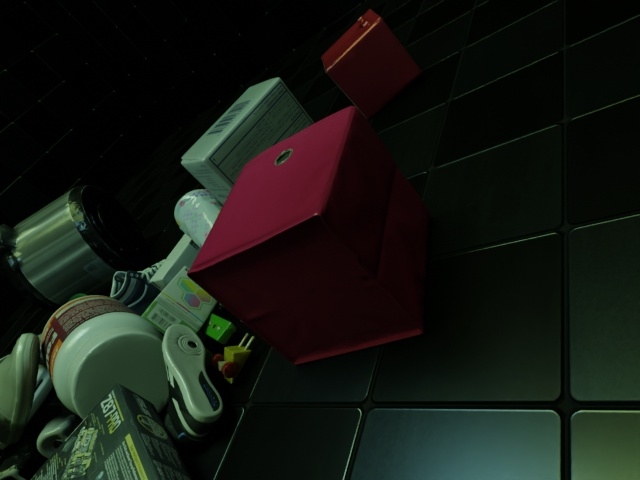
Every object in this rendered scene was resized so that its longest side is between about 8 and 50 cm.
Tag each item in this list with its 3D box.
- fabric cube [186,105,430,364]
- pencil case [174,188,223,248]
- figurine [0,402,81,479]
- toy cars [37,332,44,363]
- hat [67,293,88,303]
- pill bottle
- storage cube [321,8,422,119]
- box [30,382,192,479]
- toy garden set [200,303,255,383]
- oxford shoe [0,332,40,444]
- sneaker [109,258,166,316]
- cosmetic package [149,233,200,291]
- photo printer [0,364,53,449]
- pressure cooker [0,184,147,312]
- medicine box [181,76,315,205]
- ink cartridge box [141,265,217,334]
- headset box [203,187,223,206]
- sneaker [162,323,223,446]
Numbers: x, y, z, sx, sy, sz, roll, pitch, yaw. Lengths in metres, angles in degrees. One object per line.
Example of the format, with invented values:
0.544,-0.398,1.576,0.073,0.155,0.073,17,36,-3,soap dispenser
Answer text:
0.000,0.000,0.745,0.254,0.259,0.258,-21,35,33,fabric cube
-0.249,-0.009,1.131,0.124,0.113,0.273,-54,54,16,pencil case
-0.652,0.467,1.130,0.215,0.092,0.209,-42,24,-1,figurine
-0.757,0.319,1.412,0.393,0.087,0.176,-13,17,29,toy cars
-0.737,0.256,1.594,0.173,0.183,0.208,-39,69,21,hat
-0.470,0.255,1.034,0.392,0.224,0.224,4,53,55,pill bottle
0.135,-0.494,1.319,0.193,0.215,0.184,-40,28,19,storage cube
-0.327,0.423,0.651,0.318,0.097,0.395,-53,32,-13,box
-0.157,0.167,0.944,0.244,0.049,0.204,-53,27,-20,toy garden set
-0.748,0.365,1.109,0.449,0.130,0.169,-49,38,37,oxford shoe
-0.474,0.093,1.341,0.099,0.153,0.282,-10,41,45,sneaker
-0.331,0.050,1.256,0.085,0.117,0.231,-14,40,45,cosmetic package
-0.954,0.501,1.442,0.307,0.107,0.256,-16,38,40,photo printer
-0.892,0.046,1.669,0.420,0.370,0.375,-32,8,4,pressure cooker
-0.122,-0.177,1.116,0.149,0.289,0.263,10,58,54,medicine box
-0.290,0.128,1.041,0.062,0.109,0.209,-46,10,22,ink cartridge box
-0.219,-0.151,1.377,0.246,0.131,0.283,-11,40,44,headset box
-0.251,0.262,0.837,0.121,0.079,0.217,-59,42,22,sneaker
